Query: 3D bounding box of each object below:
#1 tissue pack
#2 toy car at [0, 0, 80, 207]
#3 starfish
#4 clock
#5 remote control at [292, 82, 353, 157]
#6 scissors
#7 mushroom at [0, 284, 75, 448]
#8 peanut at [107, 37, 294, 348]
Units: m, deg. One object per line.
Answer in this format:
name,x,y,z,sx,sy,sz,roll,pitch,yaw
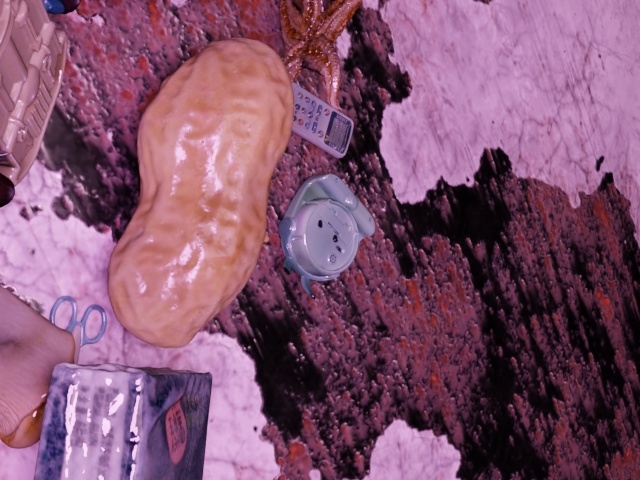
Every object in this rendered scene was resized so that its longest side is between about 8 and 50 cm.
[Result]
tissue pack,-0.171,0.263,0.808,0.228,0.103,0.315,45,50,-78
toy car,-0.307,-0.151,0.705,0.198,0.248,0.204,14,74,-1
starfish,-0.015,-0.211,1.006,0.057,0.213,0.238,14,114,-33
clock,0.000,0.000,1.071,0.101,0.041,0.135,47,60,-30
remote control,-0.012,-0.140,1.083,0.124,0.018,0.053,29,69,-36
scissors,-0.232,0.113,0.878,0.058,0.014,0.119,22,70,-38
mushroom,-0.317,0.037,0.737,0.329,0.122,0.159,43,72,-33
peanut,-0.114,-0.050,0.915,0.149,0.149,0.313,19,80,-39
